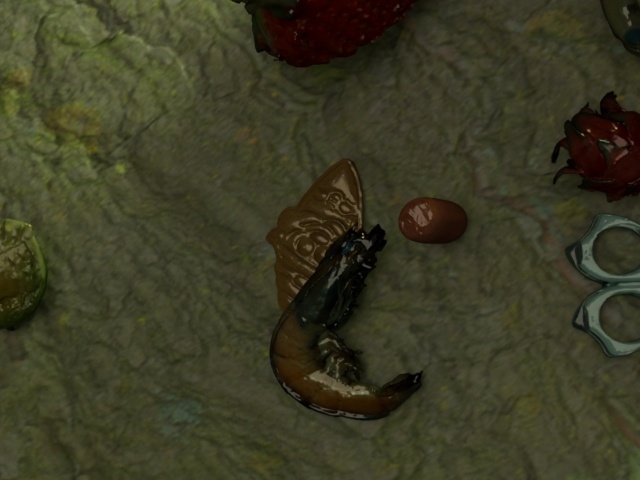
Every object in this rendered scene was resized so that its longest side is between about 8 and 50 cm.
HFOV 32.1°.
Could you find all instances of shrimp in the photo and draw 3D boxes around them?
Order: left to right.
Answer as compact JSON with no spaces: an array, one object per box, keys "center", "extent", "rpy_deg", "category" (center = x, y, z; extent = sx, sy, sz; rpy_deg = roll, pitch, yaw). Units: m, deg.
[{"center":[0.056,0.125,1.552],"extent":[0.222,0.054,0.290],"rpy_deg":[30,107,13],"category":"shrimp"}]

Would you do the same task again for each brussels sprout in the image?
[{"center":[-0.487,0.053,1.735],"extent":[0.139,0.100,0.181],"rpy_deg":[24,93,8],"category":"brussels sprout"}]

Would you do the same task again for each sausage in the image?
[{"center":[0.153,-0.026,1.494],"extent":[0.062,0.154,0.062],"rpy_deg":[0,89,25],"category":"sausage"}]

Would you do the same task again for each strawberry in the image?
[{"center":[0.023,-0.421,1.526],"extent":[0.351,0.267,0.312],"rpy_deg":[-28,71,-10],"category":"strawberry"}]

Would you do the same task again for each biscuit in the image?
[{"center":[0.000,0.000,1.610],"extent":[0.162,0.035,0.250],"rpy_deg":[19,91,15],"category":"biscuit"}]

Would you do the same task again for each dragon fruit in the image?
[{"center":[0.380,-0.119,1.451],"extent":[0.142,0.130,0.121],"rpy_deg":[24,127,17],"category":"dragon fruit"}]

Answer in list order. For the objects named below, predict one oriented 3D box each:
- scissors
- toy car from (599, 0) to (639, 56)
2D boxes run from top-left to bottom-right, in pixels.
[{"center":[0.502,0.050,1.436],"extent":[0.360,0.029,0.191],"rpy_deg":[-4,83,19],"category":"scissors"},{"center":[0.425,-0.422,1.392],"extent":[0.242,0.226,0.336],"rpy_deg":[-21,81,16],"category":"toy car"}]
